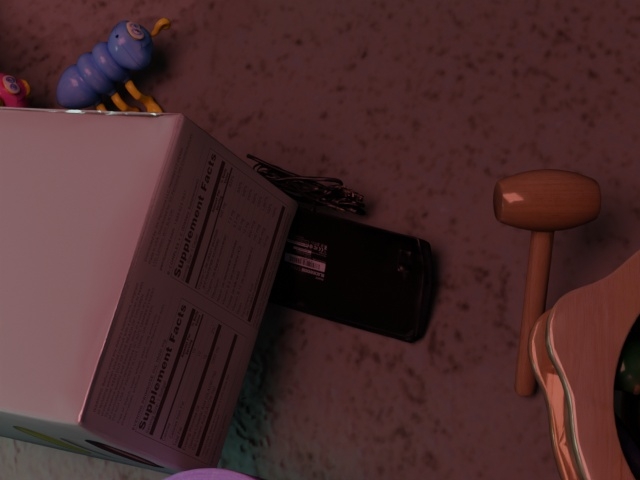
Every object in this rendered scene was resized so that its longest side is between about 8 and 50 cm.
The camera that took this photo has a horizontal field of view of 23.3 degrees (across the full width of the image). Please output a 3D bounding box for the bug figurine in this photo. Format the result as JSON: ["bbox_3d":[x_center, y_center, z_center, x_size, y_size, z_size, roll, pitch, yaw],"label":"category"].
[{"bbox_3d":[-0.241,-0.172,1.220,0.216,0.072,0.279,-40,62,15],"label":"bug figurine"}]

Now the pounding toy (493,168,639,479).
[{"bbox_3d":[0.202,0.080,0.907,0.154,0.155,0.269,-11,79,-3],"label":"pounding toy"}]

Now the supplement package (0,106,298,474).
[{"bbox_3d":[-0.184,0.029,1.043,0.262,0.145,0.204,6,71,34],"label":"supplement package"}]

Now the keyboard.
[{"bbox_3d":[0.000,0.000,1.070,0.192,0.038,0.100,16,107,31],"label":"keyboard"}]

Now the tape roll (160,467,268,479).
[{"bbox_3d":[-0.059,0.282,0.941,0.275,0.090,0.274,-23,55,39],"label":"tape roll"}]
